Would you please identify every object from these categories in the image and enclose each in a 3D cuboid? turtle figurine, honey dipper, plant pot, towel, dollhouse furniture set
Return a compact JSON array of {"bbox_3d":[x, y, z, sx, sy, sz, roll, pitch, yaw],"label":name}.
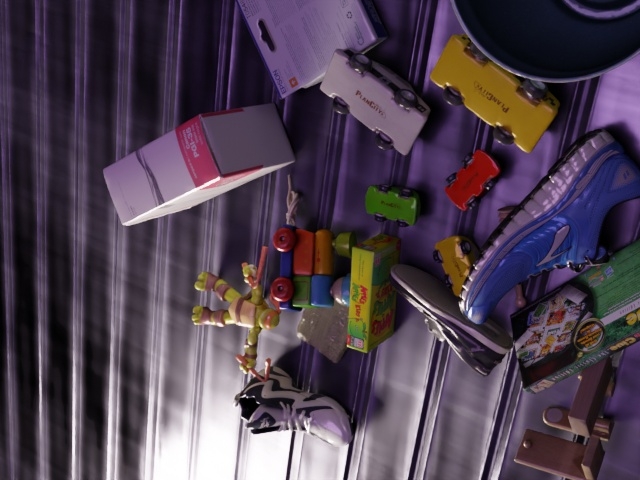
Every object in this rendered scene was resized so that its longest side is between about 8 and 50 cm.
[{"bbox_3d":[-0.149,0.122,1.586,0.217,0.087,0.270,14,112,39],"label":"turtle figurine"},{"bbox_3d":[0.300,0.027,1.266,0.030,0.030,0.161,-2,107,37],"label":"honey dipper"},{"bbox_3d":[0.329,-0.353,1.013,0.293,0.196,0.293,12,111,33],"label":"plant pot"},{"bbox_3d":[0.018,0.144,1.508,0.110,0.027,0.148,33,120,23],"label":"towel"},{"bbox_3d":[0.357,0.251,1.221,0.123,0.144,0.151,10,146,34],"label":"dollhouse furniture set"}]

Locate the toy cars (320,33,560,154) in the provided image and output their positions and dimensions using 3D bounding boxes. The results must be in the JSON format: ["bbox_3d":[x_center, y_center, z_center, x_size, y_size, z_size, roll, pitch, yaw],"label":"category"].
[{"bbox_3d":[0.178,-0.224,1.238,0.393,0.087,0.177,4,117,39],"label":"toy cars"}]

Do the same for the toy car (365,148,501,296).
[{"bbox_3d":[0.177,-0.048,1.314,0.225,0.053,0.239,18,114,31],"label":"toy car"}]

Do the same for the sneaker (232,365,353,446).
[{"bbox_3d":[-0.065,0.337,1.549,0.235,0.153,0.094,35,124,23],"label":"sneaker"}]

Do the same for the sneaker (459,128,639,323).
[{"bbox_3d":[0.326,0.008,1.157,0.147,0.130,0.330,42,112,5],"label":"sneaker"}]

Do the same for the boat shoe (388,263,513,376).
[{"bbox_3d":[0.197,0.127,1.336,0.233,0.084,0.079,39,123,17],"label":"boat shoe"}]

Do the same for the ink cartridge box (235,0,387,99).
[{"bbox_3d":[-0.023,-0.380,1.359,0.224,0.045,0.223,-24,90,39],"label":"ink cartridge box"}]

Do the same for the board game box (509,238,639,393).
[{"bbox_3d":[0.386,0.109,1.175,0.030,0.136,0.259,28,134,-27],"label":"board game box"}]

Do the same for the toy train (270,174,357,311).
[{"bbox_3d":[0.000,0.000,1.443,0.143,0.105,0.248,-1,80,21],"label":"toy train"}]

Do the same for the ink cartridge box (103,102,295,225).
[{"bbox_3d":[-0.222,-0.136,1.478,0.283,0.207,0.117,-19,92,38],"label":"ink cartridge box"}]

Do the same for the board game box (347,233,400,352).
[{"bbox_3d":[0.091,0.089,1.395,0.043,0.092,0.181,14,112,31],"label":"board game box"}]
